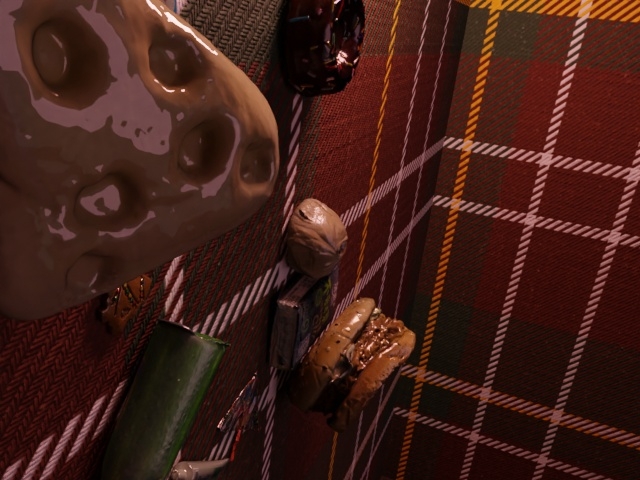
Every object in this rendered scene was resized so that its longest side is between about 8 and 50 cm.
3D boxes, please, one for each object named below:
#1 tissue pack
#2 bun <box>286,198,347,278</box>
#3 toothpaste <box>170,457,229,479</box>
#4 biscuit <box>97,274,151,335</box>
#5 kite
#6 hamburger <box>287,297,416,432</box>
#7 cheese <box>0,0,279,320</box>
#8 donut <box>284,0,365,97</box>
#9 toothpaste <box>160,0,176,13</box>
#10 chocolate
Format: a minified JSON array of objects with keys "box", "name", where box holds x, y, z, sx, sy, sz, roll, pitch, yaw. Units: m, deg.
[{"box":[-0.033,0.158,1.245,0.235,0.073,0.173,-45,147,-57],"name":"tissue pack"},{"box":[0.000,0.000,1.162,0.173,0.114,0.166,-26,128,-69],"name":"bun"},{"box":[-0.211,0.411,0.978,0.064,0.041,0.218,-58,160,-13],"name":"toothpaste"},{"box":[-0.238,0.072,0.686,0.092,0.016,0.082,-41,140,-57],"name":"biscuit"},{"box":[-0.154,0.362,1.144,0.232,0.009,0.189,44,62,-69],"name":"kite"},{"box":[0.084,0.284,1.348,0.276,0.195,0.318,-58,171,30],"name":"hamburger"},{"box":[-0.159,-0.135,0.494,0.328,0.130,0.350,-25,129,-43],"name":"cheese"},{"box":[0.014,-0.367,0.984,0.235,0.090,0.234,12,90,-70],"name":"donut"},{"box":[-0.181,-0.273,0.547,0.065,0.050,0.266,-37,137,-57],"name":"toothpaste"},{"box":[-0.225,0.254,0.735,0.110,0.110,0.291,54,55,-66],"name":"chocolate"}]
